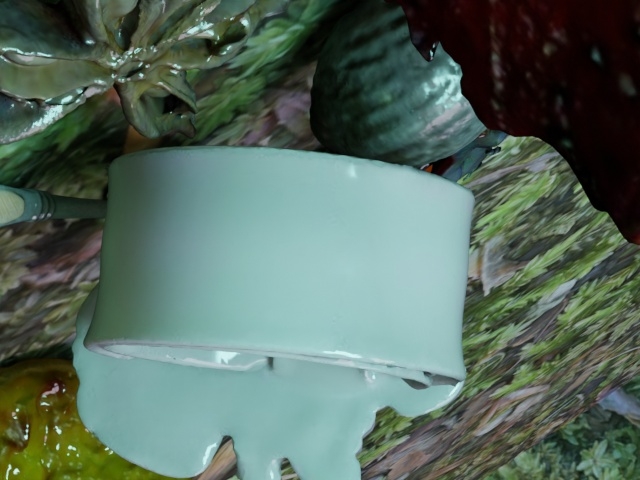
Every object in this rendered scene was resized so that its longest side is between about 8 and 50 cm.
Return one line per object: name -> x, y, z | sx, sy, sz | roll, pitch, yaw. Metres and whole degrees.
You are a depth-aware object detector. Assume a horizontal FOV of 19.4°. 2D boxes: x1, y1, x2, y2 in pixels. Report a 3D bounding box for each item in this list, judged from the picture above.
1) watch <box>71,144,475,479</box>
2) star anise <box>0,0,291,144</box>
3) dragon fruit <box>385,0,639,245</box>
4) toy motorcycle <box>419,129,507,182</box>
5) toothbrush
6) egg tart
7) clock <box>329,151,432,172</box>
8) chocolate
watch -> -0.040, 0.041, 1.014 | 0.244, 0.196, 0.231 | 3, 173, 12
star anise -> -0.096, -0.108, 0.884 | 0.208, 0.063, 0.172 | -13, 148, -43
dragon fruit -> 0.183, -0.206, 0.826 | 0.228, 0.286, 0.329 | -16, 146, -36
toy motorcycle -> 0.094, -0.094, 1.231 | 0.213, 0.082, 0.122 | -34, 171, -45
toothbrush -> -0.185, -0.018, 0.995 | 0.375, 0.037, 0.028 | -2, 104, -59
egg tart -> -0.198, 0.197, 1.282 | 0.202, 0.202, 0.147 | -18, 165, -42
clock -> 0.000, 0.000, 1.344 | 0.205, 0.051, 0.205 | -31, 163, -11
chocolate -> 0.099, -0.132, 1.093 | 0.248, 0.110, 0.110 | -41, 162, 3
